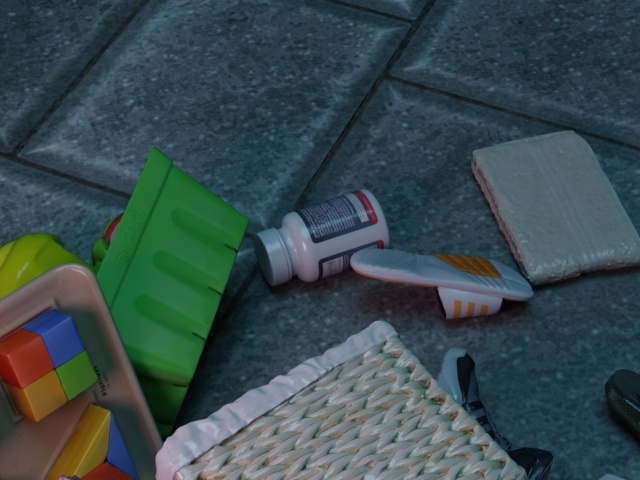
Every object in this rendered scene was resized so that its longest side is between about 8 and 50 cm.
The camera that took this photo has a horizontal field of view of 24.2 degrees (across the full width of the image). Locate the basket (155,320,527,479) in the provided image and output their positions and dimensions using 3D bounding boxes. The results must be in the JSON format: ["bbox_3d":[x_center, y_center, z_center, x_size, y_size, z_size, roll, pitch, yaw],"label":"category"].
[{"bbox_3d":[0.017,0.334,1.692,0.331,0.328,0.266,-27,52,-26],"label":"basket"}]

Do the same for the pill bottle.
[{"bbox_3d":[0.000,0.000,2.168,0.180,0.108,0.108,-18,49,-16],"label":"pill bottle"}]

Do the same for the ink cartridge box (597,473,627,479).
[{"bbox_3d":[0.292,0.429,1.681,0.278,0.201,0.117,-32,24,-26],"label":"ink cartridge box"}]

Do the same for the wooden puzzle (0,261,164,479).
[{"bbox_3d":[-0.355,0.241,1.747,0.348,0.322,0.080,-32,28,-28],"label":"wooden puzzle"}]

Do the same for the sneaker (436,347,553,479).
[{"bbox_3d":[0.221,0.262,1.929,0.153,0.101,0.268,3,53,3],"label":"sneaker"}]

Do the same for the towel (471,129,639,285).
[{"bbox_3d":[0.352,-0.051,2.253,0.187,0.049,0.282,-12,49,-8],"label":"towel"}]

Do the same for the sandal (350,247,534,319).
[{"bbox_3d":[0.167,0.067,2.123,0.265,0.076,0.102,8,23,-6],"label":"sandal"}]

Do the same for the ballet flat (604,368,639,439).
[{"bbox_3d":[0.460,0.270,1.951,0.084,0.058,0.250,-15,50,-42],"label":"ballet flat"}]

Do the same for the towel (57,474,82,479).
[{"bbox_3d":[-0.224,0.431,1.599,0.329,0.037,0.237,30,89,29],"label":"towel"}]

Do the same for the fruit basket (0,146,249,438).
[{"bbox_3d":[-0.322,0.066,2.030,0.392,0.283,0.392,11,50,-13],"label":"fruit basket"}]
